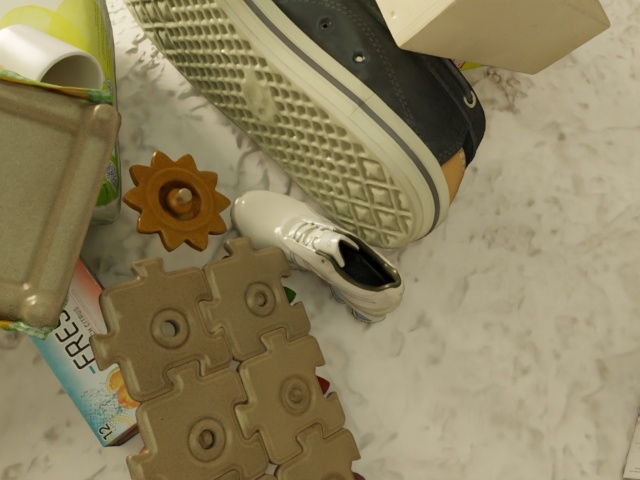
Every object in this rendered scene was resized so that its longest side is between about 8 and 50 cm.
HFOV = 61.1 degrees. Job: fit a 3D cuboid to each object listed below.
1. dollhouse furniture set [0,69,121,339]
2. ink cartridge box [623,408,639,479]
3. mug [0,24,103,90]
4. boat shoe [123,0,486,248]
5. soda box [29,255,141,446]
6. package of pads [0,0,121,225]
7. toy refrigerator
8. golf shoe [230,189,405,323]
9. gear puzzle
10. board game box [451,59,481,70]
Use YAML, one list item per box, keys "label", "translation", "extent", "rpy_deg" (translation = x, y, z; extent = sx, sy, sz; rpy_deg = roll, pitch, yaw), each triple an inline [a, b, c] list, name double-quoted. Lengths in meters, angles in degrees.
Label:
- label: "dollhouse furniture set"
  translation: [-0.271, 0.032, 0.366]
  extent: [0.197, 0.151, 0.302]
  rpy_deg: [17, 78, -15]
- label: "ink cartridge box"
  translation: [0.337, 0.174, 0.481]
  extent: [0.088, 0.052, 0.123]
  rpy_deg: [29, 70, 1]
- label: "mug"
  translation: [-0.209, -0.118, 0.390]
  extent: [0.064, 0.062, 0.078]
  rpy_deg: [35, 62, 10]
- label: "boat shoe"
  translation: [-0.046, -0.215, 0.497]
  extent: [0.500, 0.187, 0.156]
  rpy_deg: [46, 65, 3]
- label: "soda box"
  translation: [-0.189, 0.071, 0.430]
  extent: [0.063, 0.058, 0.183]
  rpy_deg: [-35, 79, -19]
- label: "package of pads"
  translation: [-0.326, -0.119, 0.455]
  extent: [0.296, 0.101, 0.229]
  rpy_deg: [-6, 73, -12]
- label: "toy refrigerator"
  translation: [0.146, -0.213, 0.458]
  extent: [0.269, 0.094, 0.102]
  rpy_deg: [-15, 78, -48]
- label: "golf shoe"
  translation: [0.000, 0.000, 0.472]
  extent: [0.176, 0.086, 0.069]
  rpy_deg: [31, 70, 4]
- label: "gear puzzle"
  translation: [-0.079, 0.090, 0.409]
  extent: [0.175, 0.044, 0.339]
  rpy_deg: [-15, 80, -42]
- label: "board game box"
  translation: [0.147, -0.283, 0.619]
  extent: [0.092, 0.043, 0.181]
  rpy_deg: [-17, 74, -15]
